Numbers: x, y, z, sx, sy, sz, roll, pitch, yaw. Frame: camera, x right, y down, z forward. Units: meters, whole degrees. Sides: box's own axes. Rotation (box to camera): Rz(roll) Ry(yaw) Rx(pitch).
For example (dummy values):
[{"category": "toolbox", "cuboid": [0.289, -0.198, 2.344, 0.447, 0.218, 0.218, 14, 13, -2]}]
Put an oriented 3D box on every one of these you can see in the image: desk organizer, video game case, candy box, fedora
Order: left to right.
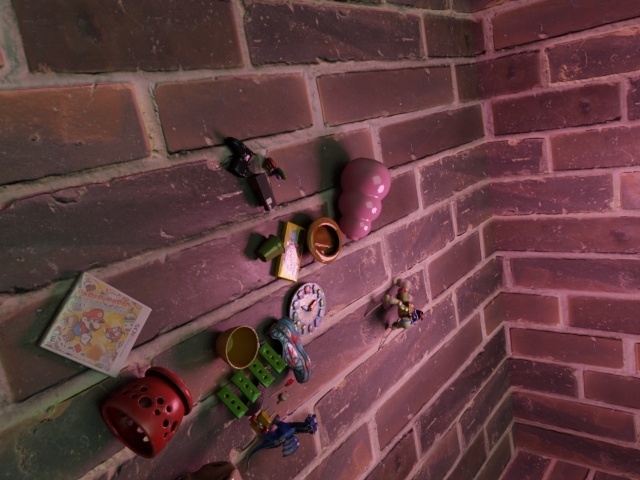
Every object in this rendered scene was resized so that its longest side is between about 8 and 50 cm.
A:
[{"category": "video game case", "cuboid": [-0.578, 0.223, 1.335, 0.227, 0.026, 0.206, 43, 59, -41]}, {"category": "desk organizer", "cuboid": [-0.200, -0.165, 1.756, 0.047, 0.050, 0.130, -41, 120, -42]}, {"category": "candy box", "cuboid": [-0.110, 0.042, 1.882, 0.105, 0.027, 0.205, 20, 75, -45]}, {"category": "fedora", "cuboid": [0.000, 0.000, 1.971, 0.194, 0.079, 0.194, 1, 88, -45]}]

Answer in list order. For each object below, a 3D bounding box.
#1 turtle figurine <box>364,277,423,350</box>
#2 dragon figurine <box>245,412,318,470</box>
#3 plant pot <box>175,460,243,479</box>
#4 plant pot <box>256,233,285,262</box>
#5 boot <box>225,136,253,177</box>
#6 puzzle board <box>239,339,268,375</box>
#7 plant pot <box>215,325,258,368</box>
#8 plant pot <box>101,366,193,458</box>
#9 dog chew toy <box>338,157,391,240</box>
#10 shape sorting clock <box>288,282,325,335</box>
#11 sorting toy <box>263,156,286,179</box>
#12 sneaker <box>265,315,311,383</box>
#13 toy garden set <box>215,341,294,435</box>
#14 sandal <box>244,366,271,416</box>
[{"category": "turtle figurine", "cuboid": [0.331, 0.310, 2.348, 0.198, 0.275, 0.266, 46, 33, -13]}, {"category": "dragon figurine", "cuboid": [-0.130, 0.688, 1.775, 0.289, 0.144, 0.085, -27, 110, -46]}, {"category": "plant pot", "cuboid": [-0.301, 0.832, 1.477, 0.334, 0.334, 0.305, -20, 95, -48]}, {"category": "plant pot", "cuboid": [-0.178, 0.034, 1.772, 0.079, 0.083, 0.083, -40, 121, -28]}, {"category": "boot", "cuboid": [-0.274, -0.269, 1.676, 0.121, 0.045, 0.099, 35, 67, -45]}, {"category": "puzzle board", "cuboid": [-0.231, 0.405, 1.756, 0.128, 0.011, 0.096, -11, 98, -50]}, {"category": "plant pot", "cuboid": [-0.279, 0.335, 1.633, 0.134, 0.095, 0.134, 1, 89, -50]}, {"category": "plant pot", "cuboid": [-0.449, 0.451, 1.366, 0.174, 0.191, 0.191, -41, 120, -46]}, {"category": "dog chew toy", "cuboid": [0.165, -0.163, 2.080, 0.207, 0.207, 0.331, 17, 85, -48]}, {"category": "shape sorting clock", "cuboid": [-0.046, 0.262, 1.949, 0.206, 0.040, 0.206, 0, 91, -49]}, {"category": "sorting toy", "cuboid": [-0.165, -0.242, 1.792, 0.042, 0.061, 0.102, -39, 85, -10]}, {"category": "sneaker", "cuboid": [-0.126, 0.408, 1.831, 0.125, 0.104, 0.261, -28, 104, -35]}, {"category": "toy garden set", "cuboid": [-0.199, 0.499, 1.703, 0.204, 0.049, 0.244, 47, 53, -1]}, {"category": "sandal", "cuboid": [-0.221, 0.517, 1.751, 0.067, 0.040, 0.179, 54, 45, -38]}]
